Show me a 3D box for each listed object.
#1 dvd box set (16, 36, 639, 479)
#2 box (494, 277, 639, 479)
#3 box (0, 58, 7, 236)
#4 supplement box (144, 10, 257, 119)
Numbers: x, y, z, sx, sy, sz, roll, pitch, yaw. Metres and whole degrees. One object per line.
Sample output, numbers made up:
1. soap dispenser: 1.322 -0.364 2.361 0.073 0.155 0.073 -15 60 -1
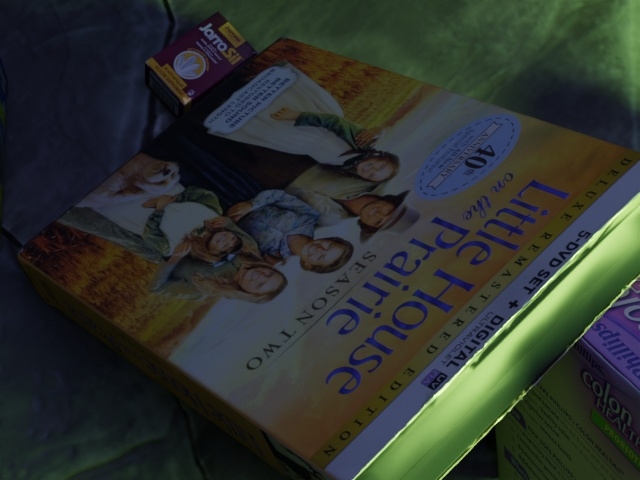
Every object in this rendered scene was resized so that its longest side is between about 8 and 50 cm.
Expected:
1. dvd box set: 0.000 0.000 0.934 0.307 0.062 0.420 -41 40 -19
2. box: 0.222 0.128 0.921 0.117 0.243 0.213 -20 35 -15
3. box: -0.280 -0.092 1.037 0.042 0.109 0.178 -1 70 -5
4. supplement box: -0.103 -0.148 1.120 0.083 0.043 0.055 -40 79 -20
